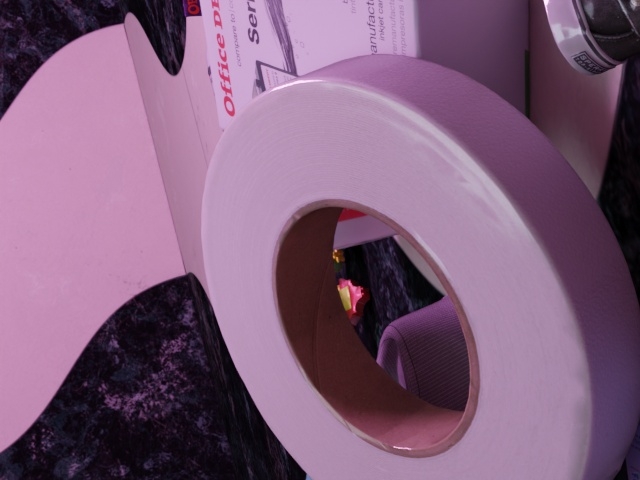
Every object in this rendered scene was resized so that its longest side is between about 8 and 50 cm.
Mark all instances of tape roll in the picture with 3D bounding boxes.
[{"bbox_3d":[0.060,0.056,0.920,0.392,0.072,0.392,26,128,38],"label":"tape roll"}]

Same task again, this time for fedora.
[{"bbox_3d":[0.122,0.147,1.089,0.244,0.124,0.275,-133,33,-63],"label":"fedora"}]

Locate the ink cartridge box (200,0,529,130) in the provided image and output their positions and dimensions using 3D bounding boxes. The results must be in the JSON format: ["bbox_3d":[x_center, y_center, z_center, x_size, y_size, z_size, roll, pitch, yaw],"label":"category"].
[{"bbox_3d":[0.027,-0.165,1.007,0.289,0.121,0.211,26,132,46],"label":"ink cartridge box"}]

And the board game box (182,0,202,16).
[{"bbox_3d":[-0.185,-0.479,1.727,0.347,0.056,0.208,-101,10,-57],"label":"board game box"}]

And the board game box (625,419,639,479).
[{"bbox_3d":[0.263,0.142,0.742,0.281,0.027,0.145,-151,49,-71],"label":"board game box"}]

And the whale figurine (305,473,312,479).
[{"bbox_3d":[0.029,0.297,1.546,0.216,0.141,0.272,101,153,-59],"label":"whale figurine"}]

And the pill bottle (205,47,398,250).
[{"bbox_3d":[-0.020,-0.144,1.269,0.176,0.176,0.319,162,95,-76],"label":"pill bottle"}]

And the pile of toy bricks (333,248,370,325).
[{"bbox_3d":[0.000,0.000,1.524,0.105,0.118,0.212,-30,55,35],"label":"pile of toy bricks"}]

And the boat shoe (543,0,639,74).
[{"bbox_3d":[0.164,-0.211,0.739,0.070,0.077,0.219,-25,72,40],"label":"boat shoe"}]
